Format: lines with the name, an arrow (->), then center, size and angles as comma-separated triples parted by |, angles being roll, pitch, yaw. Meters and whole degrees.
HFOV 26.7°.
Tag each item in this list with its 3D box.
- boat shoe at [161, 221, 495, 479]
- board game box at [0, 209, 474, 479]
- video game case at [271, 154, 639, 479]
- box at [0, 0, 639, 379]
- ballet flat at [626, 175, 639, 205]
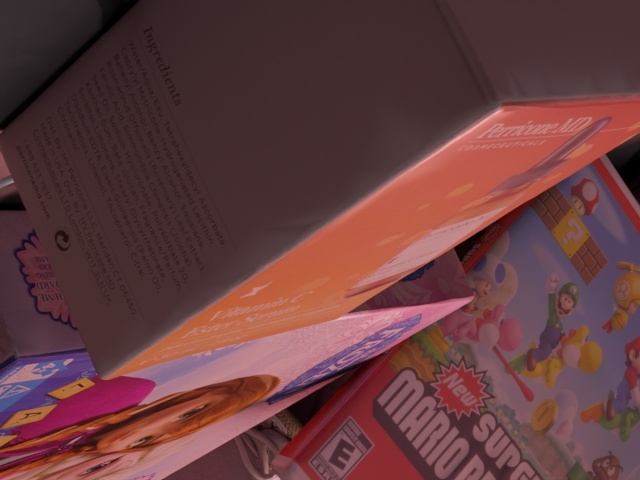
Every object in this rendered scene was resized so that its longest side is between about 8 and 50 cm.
boat shoe -> 0.001, 0.086, 0.912 | 0.320, 0.118, 0.103 | -30, 162, 4
board game box -> -0.131, 0.082, 0.690 | 0.318, 0.066, 0.318 | -34, 162, 34
video game case -> 0.127, 0.105, 0.820 | 0.285, 0.204, 0.025 | -46, -159, -20
box -> 0.007, -0.039, 0.429 | 0.170, 0.091, 0.130 | -34, 165, 36
ballet flat -> 0.377, -0.065, 0.999 | 0.400, 0.139, 0.139 | -26, 170, 34
